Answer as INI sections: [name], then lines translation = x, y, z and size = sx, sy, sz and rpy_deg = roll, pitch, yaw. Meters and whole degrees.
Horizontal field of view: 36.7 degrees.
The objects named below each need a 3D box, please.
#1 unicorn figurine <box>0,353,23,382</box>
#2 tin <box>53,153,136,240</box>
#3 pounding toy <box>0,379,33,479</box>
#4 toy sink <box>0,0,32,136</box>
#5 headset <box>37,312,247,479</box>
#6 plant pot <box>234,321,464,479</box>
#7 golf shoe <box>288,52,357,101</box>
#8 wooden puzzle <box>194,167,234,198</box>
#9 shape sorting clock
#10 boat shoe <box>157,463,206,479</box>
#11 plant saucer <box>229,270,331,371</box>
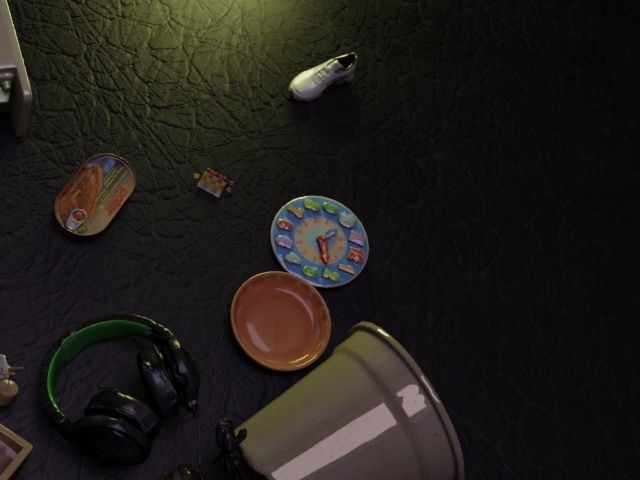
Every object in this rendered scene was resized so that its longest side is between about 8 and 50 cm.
[unicorn figurine]
translation = -0.582, 0.197, 1.601
size = 0.161, 0.060, 0.111
rpy_deg = -20, 73, -12
[tin]
translation = -0.423, -0.080, 1.813
size = 0.106, 0.040, 0.190
rpy_deg = 31, 57, 0
[pounding toy]
translation = -0.553, 0.316, 1.531
size = 0.181, 0.094, 0.206
rpy_deg = 34, 39, -1
[toy sink]
translation = -0.629, -0.316, 1.780
size = 0.131, 0.153, 0.234
rpy_deg = -11, 70, -26
[headset]
translation = -0.288, 0.253, 1.574
size = 0.394, 0.185, 0.243
rpy_deg = 32, 56, 21
[plant pot]
translation = 0.022, 0.356, 1.632
size = 0.305, 0.334, 0.334
rpy_deg = -28, 77, -20
[golf shoe]
translation = 0.008, -0.365, 2.104
size = 0.176, 0.086, 0.069
rpy_deg = -33, 82, -30
[wooden puzzle]
translation = -0.215, -0.114, 1.932
size = 0.083, 0.006, 0.049
rpy_deg = 29, 58, -7
[shape sorting clock]
translation = 0.000, 0.000, 1.942
size = 0.206, 0.040, 0.206
rpy_deg = 10, 61, -18
[boat shoe]
translation = -0.203, 0.530, 1.559
size = 0.119, 0.122, 0.324
rpy_deg = -23, 70, 2
[plant saucer]
translation = -0.078, 0.156, 1.833
size = 0.199, 0.037, 0.200
rpy_deg = 9, 62, -18
